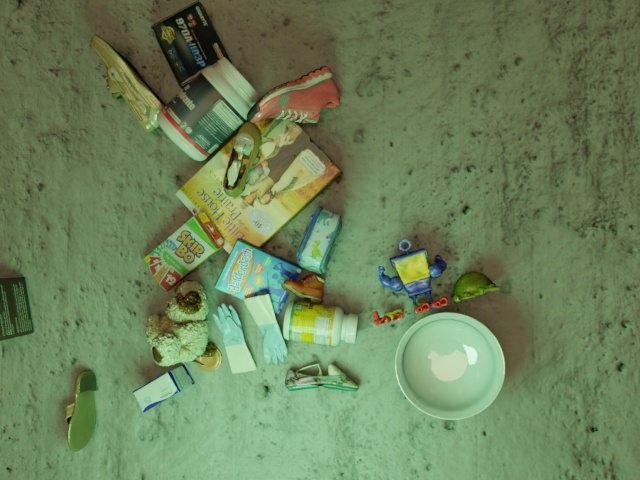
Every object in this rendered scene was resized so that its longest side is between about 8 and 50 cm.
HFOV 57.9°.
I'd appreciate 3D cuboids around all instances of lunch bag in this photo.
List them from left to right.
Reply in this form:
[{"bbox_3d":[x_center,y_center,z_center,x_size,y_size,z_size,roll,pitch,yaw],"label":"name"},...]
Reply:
[{"bbox_3d":[0.000,0.000,1.649,0.090,0.219,0.175,23,84,5],"label":"lunch bag"}]

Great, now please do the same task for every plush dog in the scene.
[{"bbox_3d":[-0.389,0.229,1.700,0.211,0.262,0.225,9,97,-23],"label":"plush dog"}]

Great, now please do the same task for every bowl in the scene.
[{"bbox_3d":[0.360,0.344,1.643,0.298,0.134,0.297,0,89,7],"label":"bowl"}]

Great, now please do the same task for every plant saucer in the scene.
[{"bbox_3d":[-0.345,0.363,1.779,0.084,0.013,0.083,0,88,7],"label":"plant saucer"}]

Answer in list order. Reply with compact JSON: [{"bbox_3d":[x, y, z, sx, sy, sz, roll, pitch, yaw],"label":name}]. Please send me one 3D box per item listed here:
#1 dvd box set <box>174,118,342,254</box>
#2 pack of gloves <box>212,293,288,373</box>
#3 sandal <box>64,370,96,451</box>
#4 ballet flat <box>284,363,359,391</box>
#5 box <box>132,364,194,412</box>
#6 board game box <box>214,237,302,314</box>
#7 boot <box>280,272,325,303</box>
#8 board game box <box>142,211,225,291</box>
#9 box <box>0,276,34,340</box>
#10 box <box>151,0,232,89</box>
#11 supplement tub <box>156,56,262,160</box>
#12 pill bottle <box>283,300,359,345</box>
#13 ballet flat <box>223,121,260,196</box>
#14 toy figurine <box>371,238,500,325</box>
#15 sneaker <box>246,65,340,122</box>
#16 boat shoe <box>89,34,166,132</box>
[{"bbox_3d":[-0.188,-0.174,1.756,0.420,0.062,0.307,-42,84,3],"label":"dvd box set"},{"bbox_3d":[-0.206,0.275,1.738,0.195,0.046,0.231,-12,104,16],"label":"pack of gloves"},{"bbox_3d":[-0.754,0.524,1.801,0.079,0.088,0.239,-2,80,37],"label":"sandal"},{"bbox_3d":[0.004,0.406,1.717,0.222,0.077,0.079,-1,69,7],"label":"ballet flat"},{"bbox_3d":[-0.465,0.439,1.727,0.126,0.137,0.072,-31,84,4],"label":"box"},{"bbox_3d":[-0.184,0.107,1.715,0.211,0.047,0.160,24,98,-11],"label":"board game box"},{"bbox_3d":[-0.049,0.128,1.700,0.059,0.158,0.084,15,83,46],"label":"boot"},{"bbox_3d":[-0.415,0.035,1.754,0.260,0.039,0.124,-37,86,18],"label":"board game box"},{"bbox_3d":[-1.017,0.215,1.672,0.143,0.381,0.190,-11,87,6],"label":"box"},{"bbox_3d":[-0.400,-0.603,1.798,0.175,0.051,0.220,-26,85,5],"label":"box"},{"bbox_3d":[-0.326,-0.387,1.712,0.272,0.191,0.191,-43,84,3],"label":"supplement tub"},{"bbox_3d":[0.004,0.245,1.693,0.209,0.117,0.117,7,89,7],"label":"pill bottle"},{"bbox_3d":[-0.231,-0.240,1.695,0.080,0.073,0.232,13,88,6],"label":"ballet flat"},{"bbox_3d":[0.295,0.088,1.639,0.363,0.191,0.217,-18,81,4],"label":"toy figurine"},{"bbox_3d":[-0.064,-0.394,1.681,0.314,0.116,0.136,-32,97,-25],"label":"sneaker"},{"bbox_3d":[-0.608,-0.484,1.782,0.110,0.121,0.341,-41,86,3],"label":"boat shoe"}]
